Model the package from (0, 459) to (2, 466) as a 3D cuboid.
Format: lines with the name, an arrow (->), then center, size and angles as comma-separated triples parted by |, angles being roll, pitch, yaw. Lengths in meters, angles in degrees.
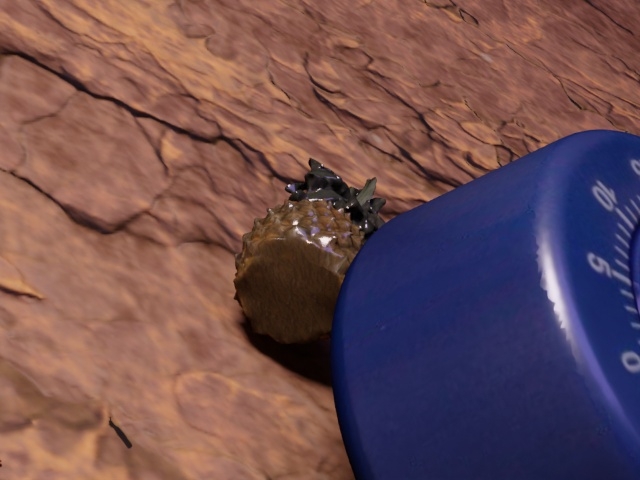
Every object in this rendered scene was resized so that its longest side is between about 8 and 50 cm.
package -> -0.253, 0.012, 0.582 | 0.288, 0.108, 0.223 | 26, 16, 16

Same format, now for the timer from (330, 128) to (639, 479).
timer -> 0.220, 0.019, 0.783 | 0.270, 0.383, 0.270 | 30, 41, -30

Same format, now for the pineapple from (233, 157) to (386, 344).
pineapple -> 0.000, 0.000, 0.958 | 0.074, 0.074, 0.159 | 35, 22, -2
